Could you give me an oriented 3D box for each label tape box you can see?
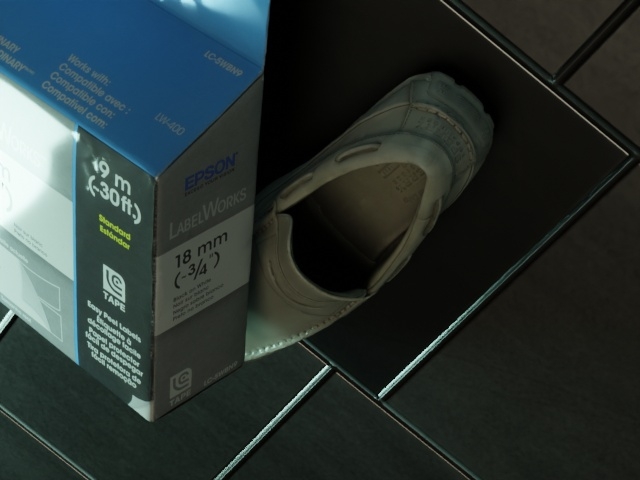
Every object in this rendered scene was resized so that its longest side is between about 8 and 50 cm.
[{"bbox_3d":[-0.160,-0.073,1.279,0.240,0.106,0.334,34,136,32],"label":"label tape box"}]

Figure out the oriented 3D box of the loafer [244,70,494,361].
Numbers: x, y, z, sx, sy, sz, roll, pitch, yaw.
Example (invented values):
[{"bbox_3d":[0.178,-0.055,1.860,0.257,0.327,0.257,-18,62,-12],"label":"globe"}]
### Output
[{"bbox_3d":[0.000,0.000,1.298,0.112,0.111,0.319,39,131,-4],"label":"loafer"}]
